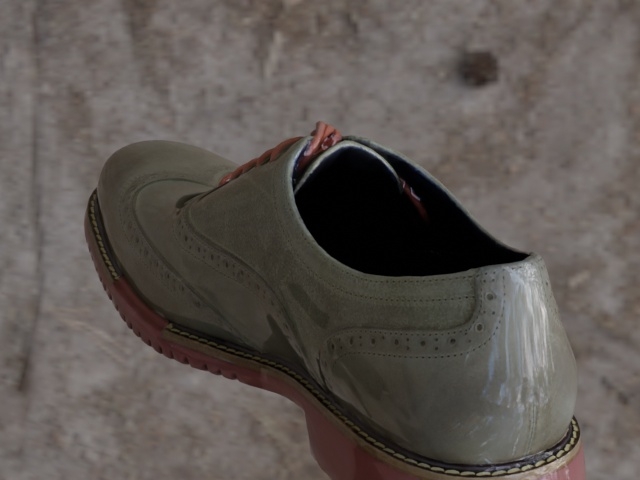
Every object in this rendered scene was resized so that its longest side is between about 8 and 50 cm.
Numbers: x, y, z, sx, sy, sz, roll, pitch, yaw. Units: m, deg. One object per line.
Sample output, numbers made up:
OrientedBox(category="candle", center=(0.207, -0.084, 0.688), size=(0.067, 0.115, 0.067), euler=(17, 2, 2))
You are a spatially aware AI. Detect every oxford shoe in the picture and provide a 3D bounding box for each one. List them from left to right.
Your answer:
OrientedBox(category="oxford shoe", center=(0.000, 0.000, 0.861), size=(0.123, 0.348, 0.130), euler=(-16, 118, -32))
